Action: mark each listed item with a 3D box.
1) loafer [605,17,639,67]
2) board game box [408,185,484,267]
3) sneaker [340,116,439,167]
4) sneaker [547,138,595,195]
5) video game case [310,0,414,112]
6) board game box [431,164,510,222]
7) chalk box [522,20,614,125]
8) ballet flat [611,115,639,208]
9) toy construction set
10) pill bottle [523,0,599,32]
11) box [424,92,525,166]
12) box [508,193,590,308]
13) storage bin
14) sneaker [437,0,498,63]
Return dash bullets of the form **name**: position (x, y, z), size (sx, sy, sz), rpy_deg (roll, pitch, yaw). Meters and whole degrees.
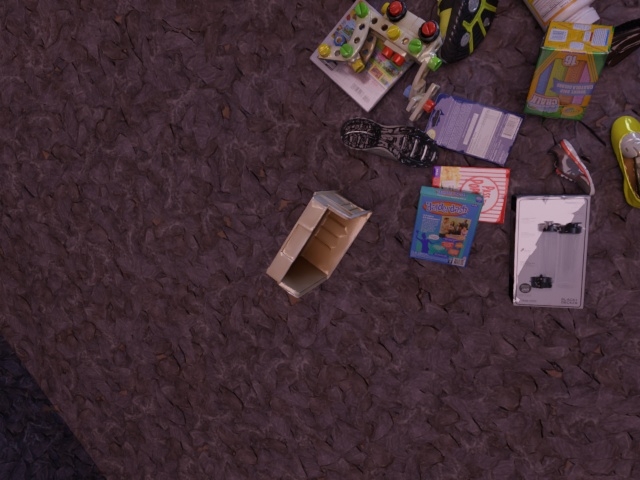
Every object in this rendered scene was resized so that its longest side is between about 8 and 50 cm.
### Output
- **loafer**: position (0.689, -0.452, 0.985), size (0.220, 0.080, 0.078), rpy_deg (-13, 120, 28)
- **board game box**: position (0.336, -0.035, 1.136), size (0.160, 0.047, 0.210), rpy_deg (11, 126, 13)
- **sneaker**: position (0.192, -0.271, 1.149), size (0.272, 0.108, 0.100), rpy_deg (19, 101, 6)
- **sneaker**: position (0.632, -0.176, 1.061), size (0.065, 0.061, 0.157), rpy_deg (-32, 80, 30)
- **video game case**: position (0.119, -0.501, 1.141), size (0.227, 0.026, 0.206), rpy_deg (44, 105, 4)
- **board game box**: position (0.401, -0.128, 1.140), size (0.194, 0.045, 0.146), rpy_deg (4, 103, 16)
- **chalk box**: position (0.562, -0.369, 0.971), size (0.132, 0.132, 0.212), rpy_deg (17, 146, 22)
- **ballet flat**: position (0.761, -0.188, 1.003), size (0.077, 0.077, 0.230), rpy_deg (-13, 96, 19)
- **toy construction set**: position (0.174, -0.457, 1.042), size (0.328, 0.151, 0.215), rpy_deg (40, 104, 5)
- **pill bottle**: position (0.547, -0.573, 0.974), size (0.117, 0.117, 0.214), rpy_deg (-34, 90, 20)
- **box**: position (0.401, -0.295, 1.113), size (0.226, 0.036, 0.136), rpy_deg (21, 105, 12)
- **box**: position (0.588, 0.023, 1.090), size (0.169, 0.087, 0.289), rpy_deg (-1, 101, 17)
- **storage bin**: position (0.000, 0.000, 1.176), size (0.123, 0.260, 0.262), rpy_deg (37, 109, 11)
- **sneaker**: position (0.350, -0.640, 1.033), size (0.147, 0.145, 0.383), rpy_deg (28, 114, 44)
